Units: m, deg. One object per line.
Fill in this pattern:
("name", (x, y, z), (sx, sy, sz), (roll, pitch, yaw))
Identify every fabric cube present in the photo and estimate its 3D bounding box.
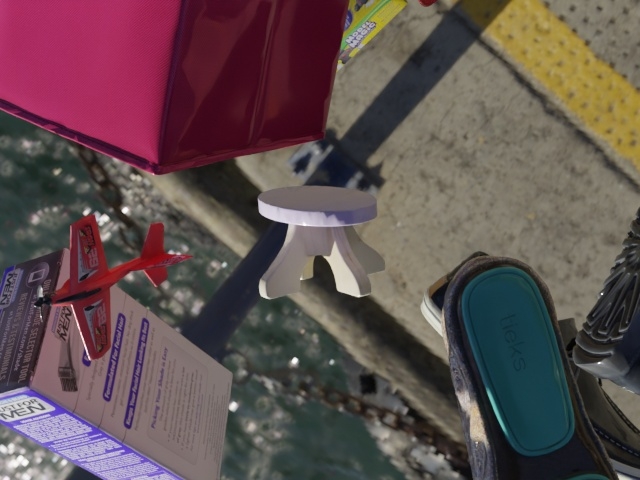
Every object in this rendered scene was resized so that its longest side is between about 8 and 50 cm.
("fabric cube", (-0.135, -0.234, 0.925), (0.254, 0.259, 0.258), (22, 113, 27))

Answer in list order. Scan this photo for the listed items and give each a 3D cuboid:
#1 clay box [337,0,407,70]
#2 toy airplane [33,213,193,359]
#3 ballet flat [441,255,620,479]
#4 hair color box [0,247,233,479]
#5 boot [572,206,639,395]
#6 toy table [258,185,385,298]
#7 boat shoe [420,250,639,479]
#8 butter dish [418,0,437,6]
("clay box", (0.009, -0.321, 1.516), (0.222, 0.053, 0.127), (-42, 59, 20))
("toy airplane", (-0.186, 0.030, 0.920), (0.028, 0.151, 0.151), (37, 143, 43))
("ballet flat", (0.157, 0.166, 0.753), (0.106, 0.108, 0.316), (138, 122, -80))
("hair color box", (-0.253, 0.180, 1.264), (0.110, 0.185, 0.339), (-16, 139, 26))
("boot", (0.586, 0.108, 1.298), (0.445, 0.146, 0.367), (30, 93, -12))
("toy table", (0.000, 0.000, 1.821), (0.274, 0.252, 0.160), (-154, 57, -66))
("boat shoe", (0.379, 0.206, 1.705), (0.500, 0.187, 0.156), (45, 111, 27))
("butter dish", (0.152, -0.301, 0.944), (0.118, 0.160, 0.160), (38, 168, 40))
